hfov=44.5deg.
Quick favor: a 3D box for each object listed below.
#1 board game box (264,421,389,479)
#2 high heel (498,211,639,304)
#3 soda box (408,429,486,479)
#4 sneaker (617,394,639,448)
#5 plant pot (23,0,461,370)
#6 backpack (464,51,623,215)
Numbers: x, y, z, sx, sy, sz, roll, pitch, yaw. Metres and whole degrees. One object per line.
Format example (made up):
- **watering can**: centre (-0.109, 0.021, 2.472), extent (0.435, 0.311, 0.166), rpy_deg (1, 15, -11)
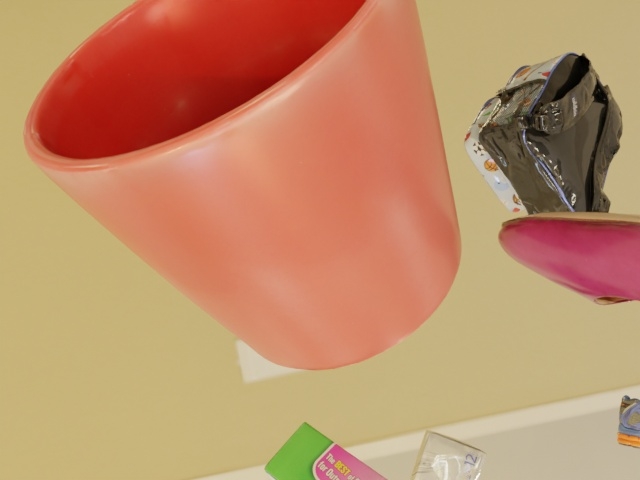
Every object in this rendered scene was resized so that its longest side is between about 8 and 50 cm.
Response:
- **board game box**: centre (0.105, 0.336, 0.767), extent (0.317, 0.064, 0.242), rpy_deg (28, 152, 33)
- **high heel**: centre (0.266, 0.083, 0.512), extent (0.377, 0.127, 0.181), rpy_deg (15, 99, 50)
- **soda box**: centre (0.156, 0.434, 1.169), extent (0.098, 0.091, 0.286), rpy_deg (71, -141, -79)
- **sneaker**: centre (0.585, 0.277, 1.272), extent (0.083, 0.221, 0.087), rpy_deg (172, 89, -77)
- **plant pot**: centre (-0.025, -0.054, 0.568), extent (0.243, 0.275, 0.275), rpy_deg (59, -172, -36)
- **backpack**: centre (0.398, -0.181, 1.353), extent (0.213, 0.263, 0.276), rpy_deg (4, 140, 50)
